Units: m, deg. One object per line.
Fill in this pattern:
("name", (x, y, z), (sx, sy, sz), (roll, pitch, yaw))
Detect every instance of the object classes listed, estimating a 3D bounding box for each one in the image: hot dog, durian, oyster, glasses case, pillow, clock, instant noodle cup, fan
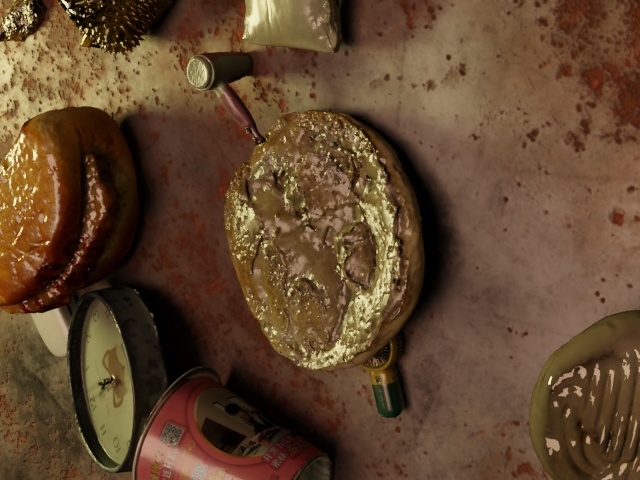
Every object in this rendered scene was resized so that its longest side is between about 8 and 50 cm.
("hot dog", (-0.451, -0.023, 1.871), (0.223, 0.185, 0.405), (46, 118, 12))
("durian", (-0.352, -0.385, 1.750), (0.193, 0.137, 0.237), (54, 129, 15))
("oyster", (-0.537, -0.394, 1.970), (0.086, 0.029, 0.132), (42, 123, 23))
("glasses case", (-0.508, 0.105, 2.057), (0.092, 0.059, 0.233), (-31, 81, 40))
("pillow", (-0.043, -0.337, 1.548), (0.181, 0.077, 0.134), (15, 111, 37))
("clock", (-0.353, 0.240, 1.898), (0.325, 0.067, 0.325), (12, 104, 56))
("instant noodle cup", (-0.128, 0.354, 1.722), (0.255, 0.244, 0.244), (23, 116, 26))
("fan", (0.089, 0.182, 1.601), (0.082, 0.039, 0.155), (-6, 98, 39))

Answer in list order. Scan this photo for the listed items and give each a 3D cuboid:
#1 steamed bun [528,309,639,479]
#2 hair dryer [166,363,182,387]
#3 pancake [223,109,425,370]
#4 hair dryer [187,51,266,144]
("steamed bun", (0.407, 0.198, 1.240), (0.324, 0.219, 0.310), (-19, 105, 16))
("hair dryer", (-0.297, 0.325, 1.946), (0.255, 0.070, 0.128), (-43, 73, 43))
("pancake", (0.001, 0.000, 1.587), (0.386, 0.082, 0.387), (2, 92, 42))
("hair dryer", (-0.125, -0.208, 1.629), (0.054, 0.106, 0.154), (-32, 80, 40))
